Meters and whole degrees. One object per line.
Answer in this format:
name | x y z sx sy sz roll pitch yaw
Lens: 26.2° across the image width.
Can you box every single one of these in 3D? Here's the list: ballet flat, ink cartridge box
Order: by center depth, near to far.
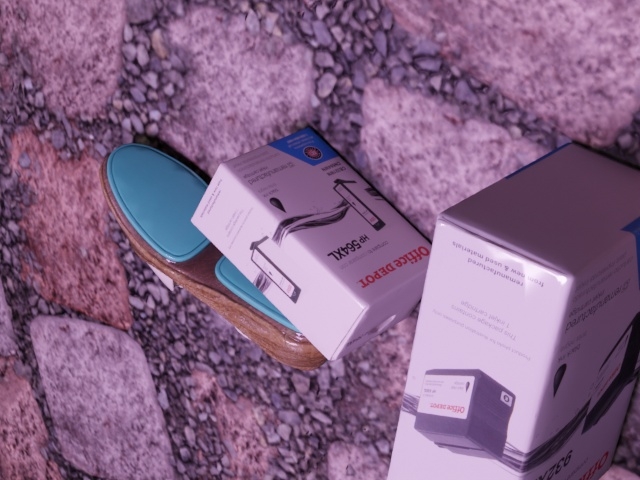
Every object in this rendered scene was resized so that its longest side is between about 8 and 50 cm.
ink cartridge box | 0.183 0.101 1.186 0.129 0.223 0.307 26 124 28
ink cartridge box | 0.000 0.000 1.347 0.203 0.148 0.086 44 129 16
ballet flat | -0.112 0.030 1.499 0.342 0.116 0.124 35 147 19
